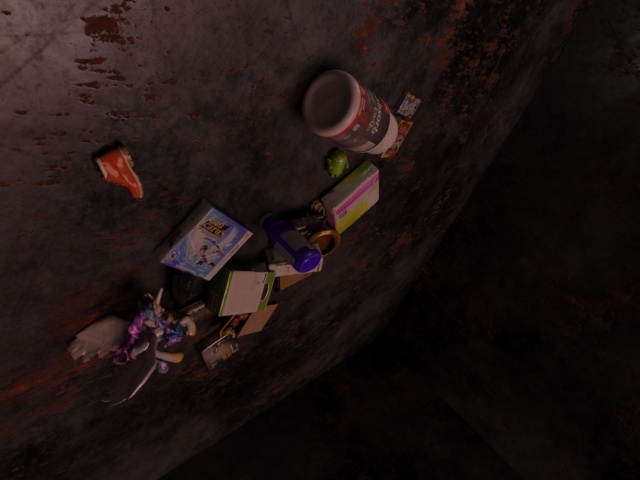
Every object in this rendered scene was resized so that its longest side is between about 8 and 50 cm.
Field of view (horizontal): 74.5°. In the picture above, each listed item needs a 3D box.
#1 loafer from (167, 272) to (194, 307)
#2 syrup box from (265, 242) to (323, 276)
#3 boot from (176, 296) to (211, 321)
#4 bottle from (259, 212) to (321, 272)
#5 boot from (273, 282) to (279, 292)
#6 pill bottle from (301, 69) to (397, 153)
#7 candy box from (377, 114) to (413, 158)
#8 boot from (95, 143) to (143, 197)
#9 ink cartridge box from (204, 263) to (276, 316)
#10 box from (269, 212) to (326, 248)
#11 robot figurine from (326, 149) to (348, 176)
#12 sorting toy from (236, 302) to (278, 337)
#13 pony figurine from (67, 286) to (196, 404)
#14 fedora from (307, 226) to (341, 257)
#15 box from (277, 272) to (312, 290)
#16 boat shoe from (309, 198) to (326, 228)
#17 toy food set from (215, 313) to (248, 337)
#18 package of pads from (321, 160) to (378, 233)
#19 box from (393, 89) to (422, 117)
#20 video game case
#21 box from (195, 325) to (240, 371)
[{"bbox_3d":[-0.506,0.174,1.508,0.223,0.078,0.076,126,-16,-51],"label":"loafer"},{"bbox_3d":[-0.115,0.085,1.826,0.237,0.093,0.096,-7,140,-14],"label":"syrup box"},{"bbox_3d":[-0.471,0.294,1.723,0.209,0.076,0.189,-38,139,-30],"label":"boot"},{"bbox_3d":[-0.124,0.002,1.592,0.118,0.283,0.092,-14,139,-48],"label":"bottle"},{"bbox_3d":[-0.170,0.211,2.089,0.114,0.037,0.106,-2,130,-58],"label":"boot"},{"bbox_3d":[0.117,-0.421,1.448,0.363,0.210,0.210,4,124,-57],"label":"pill bottle"},{"bbox_3d":[0.324,-0.457,1.870,0.109,0.053,0.186,-11,138,-50],"label":"candy box"},{"bbox_3d":[-0.510,-0.162,1.072,0.085,0.059,0.157,-31,141,-22],"label":"boot"},{"bbox_3d":[-0.319,0.196,1.705,0.255,0.097,0.188,6,103,-53],"label":"ink cartridge box"},{"bbox_3d":[-0.097,-0.040,1.776,0.191,0.045,0.184,-16,164,-46],"label":"box"},{"bbox_3d":[0.064,-0.309,1.679,0.101,0.067,0.115,-7,135,-35],"label":"robot figurine"},{"bbox_3d":[-0.323,0.395,2.123,0.208,0.038,0.192,-4,132,-59],"label":"sorting toy"},{"bbox_3d":[-0.590,0.339,1.406,0.351,0.303,0.363,-49,158,-16],"label":"pony figurine"},{"bbox_3d":[0.000,0.000,1.922,0.195,0.079,0.194,-17,143,-14],"label":"fedora"},{"bbox_3d":[-0.122,0.135,2.029,0.201,0.021,0.164,-25,132,-34],"label":"box"},{"bbox_3d":[-0.006,-0.100,1.856,0.068,0.072,0.190,-41,154,-14],"label":"boat shoe"},{"bbox_3d":[-0.376,0.351,1.875,0.217,0.071,0.128,-50,-168,8],"label":"toy food set"},{"bbox_3d":[0.143,-0.187,1.911,0.297,0.101,0.229,-41,153,-16],"label":"package of pads"},{"bbox_3d":[0.374,-0.581,1.799,0.137,0.027,0.093,-3,132,-54],"label":"box"},{"bbox_3d":[-0.394,0.007,1.458,0.244,0.061,0.269,-48,153,1],"label":"video game case"},{"bbox_3d":[-0.486,0.512,2.017,0.183,0.056,0.231,-33,150,-26],"label":"box"}]
